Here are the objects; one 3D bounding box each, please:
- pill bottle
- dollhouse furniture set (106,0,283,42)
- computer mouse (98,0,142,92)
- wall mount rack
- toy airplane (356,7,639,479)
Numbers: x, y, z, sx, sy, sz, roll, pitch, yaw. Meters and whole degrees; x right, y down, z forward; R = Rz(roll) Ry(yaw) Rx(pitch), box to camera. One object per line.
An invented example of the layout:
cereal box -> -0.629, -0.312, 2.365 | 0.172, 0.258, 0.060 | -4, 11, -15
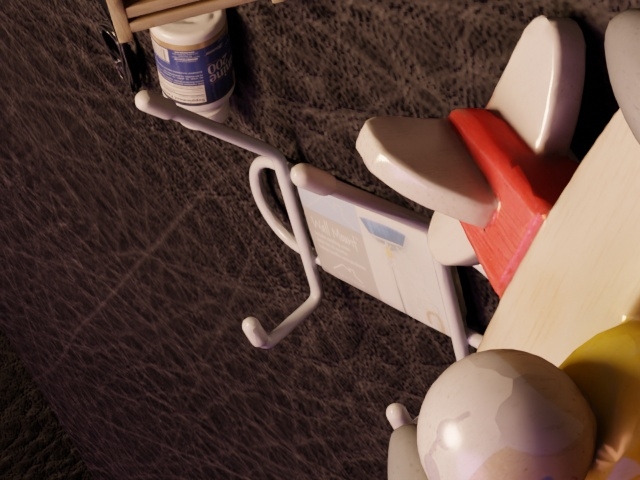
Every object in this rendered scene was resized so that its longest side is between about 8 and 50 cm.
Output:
pill bottle -> -0.110, -0.155, 1.117 | 0.067, 0.067, 0.120 | 38, 153, 29
dollhouse furniture set -> -0.116, -0.265, 0.956 | 0.184, 0.129, 0.129 | -109, 5, -46
computer mouse -> -0.193, -0.226, 1.218 | 0.071, 0.041, 0.242 | 52, 165, 23
wall mount rack -> 0.000, 0.000, 1.058 | 0.350, 0.130, 0.304 | 26, 145, 43
toy airplane -> 0.142, 0.052, 0.691 | 0.384, 0.272, 0.386 | -5, 102, 49
